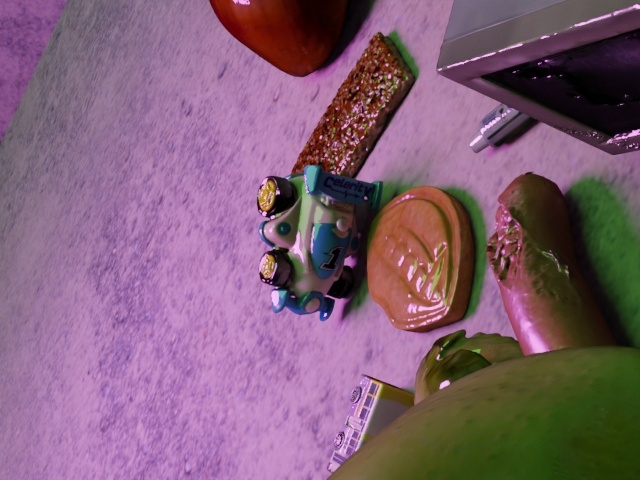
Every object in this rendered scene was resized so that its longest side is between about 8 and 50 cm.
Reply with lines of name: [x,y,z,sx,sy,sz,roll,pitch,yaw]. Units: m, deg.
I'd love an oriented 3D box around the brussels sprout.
brussels sprout: [0.132,0.148,1.196,0.181,0.100,0.139,28,115,51]

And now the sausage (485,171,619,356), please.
sausage: [0.195,0.054,1.145,0.327,0.087,0.079,-105,8,-50]

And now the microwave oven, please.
microwave oven: [0.290,-0.226,1.013,0.355,0.218,0.286,-10,62,61]

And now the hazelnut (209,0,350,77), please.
hazelnut: [-0.046,-0.308,1.791,0.208,0.208,0.208,-43,36,43]

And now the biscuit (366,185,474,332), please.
biscuit: [0.099,0.015,1.424,0.142,0.029,0.221,-61,26,16]

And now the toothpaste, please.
toothpaste: [0.208,-0.139,1.324,0.204,0.031,0.049,-40,39,43]

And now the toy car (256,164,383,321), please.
toy car: [0.000,0.000,1.522,0.098,0.126,0.162,-16,65,56]

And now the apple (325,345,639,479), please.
apple: [0.145,0.241,0.820,0.357,0.357,0.357,-43,36,43]

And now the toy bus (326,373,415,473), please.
toy bus: [0.052,0.188,1.365,0.058,0.052,0.102,11,80,65]

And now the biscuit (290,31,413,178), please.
biscuit: [0.030,-0.130,1.671,0.231,0.025,0.131,-58,27,22]
